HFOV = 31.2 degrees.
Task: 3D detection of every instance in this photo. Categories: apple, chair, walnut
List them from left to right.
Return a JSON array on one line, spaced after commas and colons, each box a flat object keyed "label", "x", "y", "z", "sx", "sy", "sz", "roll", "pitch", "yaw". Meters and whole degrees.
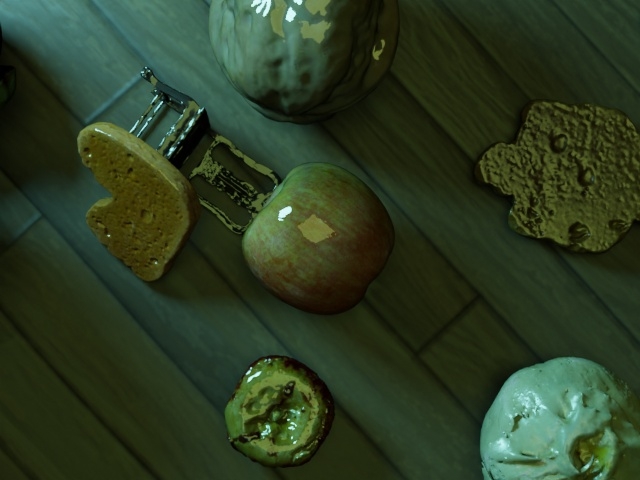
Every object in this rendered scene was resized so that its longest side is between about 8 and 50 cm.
[{"label": "chair", "x": -0.162, "y": -0.112, "z": 1.511, "sx": 0.229, "sy": 0.113, "sz": 0.106, "roll": 35, "pitch": 85, "yaw": 2}, {"label": "walnut", "x": -0.018, "y": -0.284, "z": 1.460, "sx": 0.227, "sy": 0.273, "sz": 0.273, "roll": 10, "pitch": 83, "yaw": 31}, {"label": "apple", "x": 0.000, "y": 0.000, "z": 1.473, "sx": 0.173, "sy": 0.188, "sz": 0.188, "roll": 35, "pitch": 83, "yaw": -5}]

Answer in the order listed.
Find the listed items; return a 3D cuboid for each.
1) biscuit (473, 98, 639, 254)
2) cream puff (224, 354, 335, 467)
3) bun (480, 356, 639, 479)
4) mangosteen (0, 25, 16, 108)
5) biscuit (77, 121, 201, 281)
[{"label": "biscuit", "x": 0.353, "y": -0.086, "z": 1.580, "sx": 0.290, "sy": 0.041, "sz": 0.209, "roll": 6, "pitch": 84, "yaw": -3}, {"label": "cream puff", "x": -0.055, "y": 0.224, "z": 1.501, "sx": 0.149, "sy": 0.084, "sz": 0.149, "roll": 0, "pitch": 85, "yaw": 0}, {"label": "bun", "x": 0.324, "y": 0.271, "z": 1.497, "sx": 0.239, "sy": 0.141, "sz": 0.239, "roll": 0, "pitch": 88, "yaw": -5}, {"label": "mangosteen", "x": -0.499, "y": -0.238, "z": 1.442, "sx": 0.242, "sy": 0.243, "sz": 0.243, "roll": 0, "pitch": 85, "yaw": -5}, {"label": "biscuit", "x": -0.246, "y": -0.052, "z": 1.475, "sx": 0.186, "sy": 0.192, "sz": 0.036, "roll": 37, "pitch": 43, "yaw": 1}]
